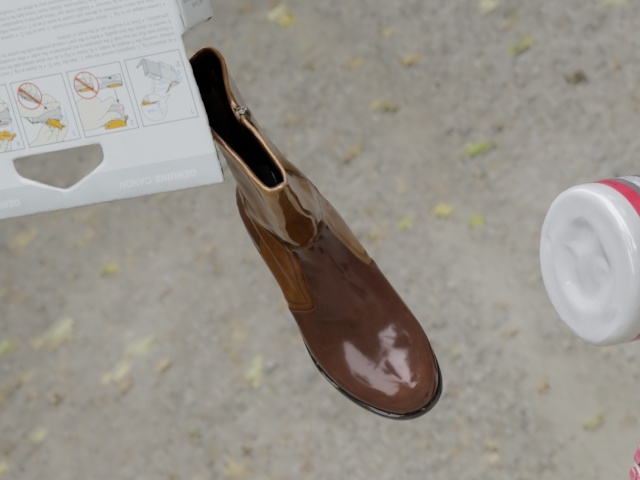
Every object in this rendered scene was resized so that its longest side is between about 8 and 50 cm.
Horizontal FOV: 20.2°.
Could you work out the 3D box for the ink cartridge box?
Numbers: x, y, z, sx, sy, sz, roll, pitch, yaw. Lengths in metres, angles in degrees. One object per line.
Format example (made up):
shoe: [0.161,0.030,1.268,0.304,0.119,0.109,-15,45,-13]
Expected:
ink cartridge box: [-0.211,-0.145,1.376,0.275,0.239,0.060,-8,18,24]

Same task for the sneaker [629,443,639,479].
sneaker: [0.424,0.178,1.698,0.299,0.112,0.121,-39,43,-3]

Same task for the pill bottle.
pill bottle: [0.414,0.003,1.968,0.318,0.176,0.176,-11,16,-28]

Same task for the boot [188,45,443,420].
boot: [0.000,0.000,1.437,0.096,0.280,0.264,-27,66,-3]
